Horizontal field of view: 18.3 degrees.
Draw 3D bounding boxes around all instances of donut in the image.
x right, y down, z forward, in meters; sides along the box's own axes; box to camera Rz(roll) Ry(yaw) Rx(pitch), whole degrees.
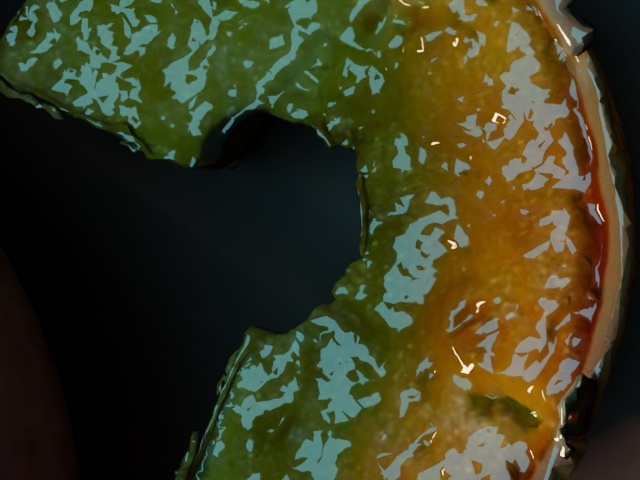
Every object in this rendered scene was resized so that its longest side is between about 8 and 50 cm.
[{"bbox_3d":[0.010,-0.006,0.473,0.146,0.078,0.181,-23,78,19],"label":"donut"}]

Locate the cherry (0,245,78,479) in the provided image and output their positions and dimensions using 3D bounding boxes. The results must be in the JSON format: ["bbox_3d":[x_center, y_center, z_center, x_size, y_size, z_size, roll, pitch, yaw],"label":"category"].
[{"bbox_3d":[-0.161,0.037,0.464,0.239,0.239,0.206,-5,58,21],"label":"cherry"}]
